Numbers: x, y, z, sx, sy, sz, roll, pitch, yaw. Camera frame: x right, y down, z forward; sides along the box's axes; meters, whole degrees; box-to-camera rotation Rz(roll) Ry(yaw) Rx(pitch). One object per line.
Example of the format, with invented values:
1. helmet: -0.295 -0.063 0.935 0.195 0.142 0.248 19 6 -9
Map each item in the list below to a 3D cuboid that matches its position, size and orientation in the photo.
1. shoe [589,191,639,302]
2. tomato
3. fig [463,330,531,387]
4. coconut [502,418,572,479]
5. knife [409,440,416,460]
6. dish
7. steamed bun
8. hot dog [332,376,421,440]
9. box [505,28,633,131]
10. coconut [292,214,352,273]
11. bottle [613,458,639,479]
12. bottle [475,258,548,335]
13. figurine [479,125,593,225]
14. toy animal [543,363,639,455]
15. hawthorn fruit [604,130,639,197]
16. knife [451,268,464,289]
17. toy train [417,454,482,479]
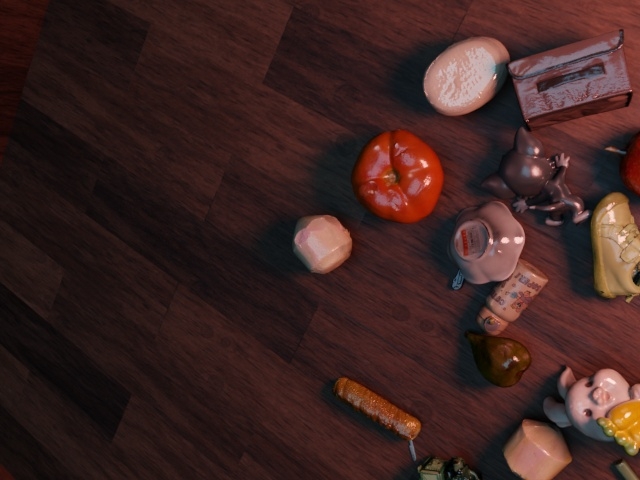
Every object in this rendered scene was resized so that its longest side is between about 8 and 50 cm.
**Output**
1. shoe: 0.721 0.015 1.426 0.128 0.140 0.262 7 103 35
2. tomato: 0.215 -0.172 1.623 0.260 0.180 0.259 2 96 23
3. fig: 0.476 0.298 1.593 0.127 0.184 0.132 -6 128 -10
4. coconut: 0.563 0.537 1.543 0.147 0.147 0.152 39 108 18
5. knife: 0.269 0.610 1.768 0.014 0.005 0.090 -15 89 25
6. dish: 0.411 0.003 1.558 0.230 0.081 0.229 -8 78 46
7. steamed bun: 0.380 -0.423 1.544 0.228 0.131 0.177 -36 80 25
8. hot dog: 0.161 0.501 1.778 0.289 0.068 0.083 25 98 23
9. box: 0.593 -0.369 1.420 0.253 0.188 0.153 -12 87 24
10. coconut: 0.000 0.000 1.757 0.171 0.171 0.182 -38 81 24
11. bottle: 0.778 0.593 1.504 0.030 0.030 0.083 -41 78 23
12. bottle: 0.490 0.156 1.558 0.097 0.110 0.209 35 109 8
13. figurine: 0.543 -0.125 1.494 0.193 0.140 0.265 -55 49 38
14. toy animal: 0.708 0.400 1.417 0.310 0.247 0.182 5 80 11
15. hawthorn fruit: 0.763 -0.177 1.354 0.226 0.197 0.196 24 105 29
16. knife: 0.389 0.081 1.653 0.031 0.018 0.121 15 99 22
17. toy train: 0.373 0.738 1.675 0.155 0.115 0.269 -8 91 35
